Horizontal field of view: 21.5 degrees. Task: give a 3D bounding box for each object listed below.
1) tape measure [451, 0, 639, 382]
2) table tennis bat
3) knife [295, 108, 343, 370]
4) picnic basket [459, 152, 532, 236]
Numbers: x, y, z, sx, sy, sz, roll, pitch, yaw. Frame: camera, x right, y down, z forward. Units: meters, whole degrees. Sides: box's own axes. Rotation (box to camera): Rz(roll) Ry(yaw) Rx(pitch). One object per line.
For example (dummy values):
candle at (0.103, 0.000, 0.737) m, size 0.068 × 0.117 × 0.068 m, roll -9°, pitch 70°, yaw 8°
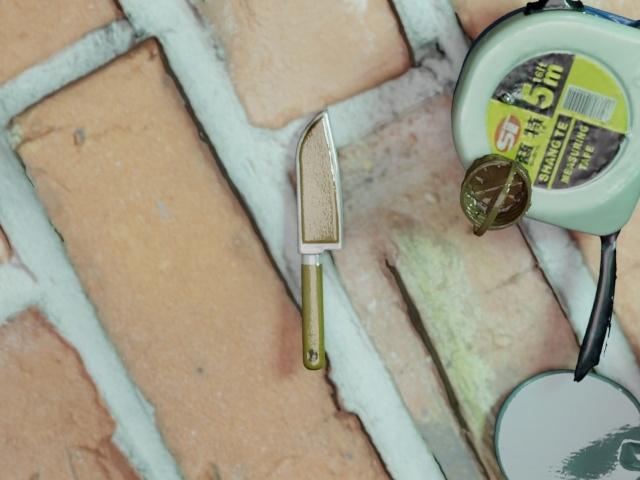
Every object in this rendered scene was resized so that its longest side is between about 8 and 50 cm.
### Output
tape measure at (0.213, -0.056, 1.587) m, size 0.215 × 0.098 × 0.351 m, roll 17°, pitch 106°, yaw 0°
table tennis bat at (0.288, 0.205, 1.651) m, size 0.237 × 0.038 × 0.149 m, roll 8°, pitch 98°, yaw 8°
knife at (0.000, 0.000, 1.646) m, size 0.046 × 0.022 × 0.256 m, roll 0°, pitch 95°, yaw 12°
picnic basket at (0.158, -0.038, 1.507) m, size 0.072 × 0.083 × 0.072 m, roll 2°, pitch 108°, yaw 6°
